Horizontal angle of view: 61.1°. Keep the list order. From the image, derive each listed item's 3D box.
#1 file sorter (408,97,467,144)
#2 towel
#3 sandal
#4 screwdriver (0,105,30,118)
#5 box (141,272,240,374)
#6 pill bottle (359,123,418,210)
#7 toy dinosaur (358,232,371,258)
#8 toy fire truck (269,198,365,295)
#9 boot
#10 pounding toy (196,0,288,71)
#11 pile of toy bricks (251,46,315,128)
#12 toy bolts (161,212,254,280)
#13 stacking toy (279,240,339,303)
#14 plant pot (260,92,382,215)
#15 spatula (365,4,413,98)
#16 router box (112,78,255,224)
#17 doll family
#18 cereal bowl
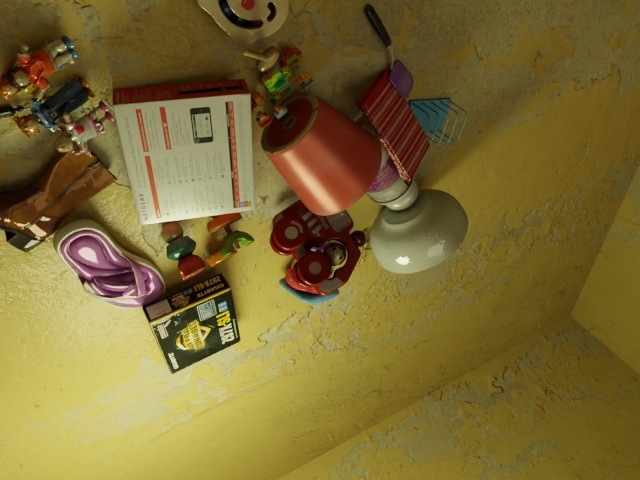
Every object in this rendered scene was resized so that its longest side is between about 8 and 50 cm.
[{"bbox_3d":[0.361,-0.373,1.721,0.170,0.104,0.118,-11,131,-29],"label":"file sorter"},{"bbox_3d":[0.215,-0.331,1.554,0.275,0.031,0.199,53,49,-24],"label":"towel"},{"bbox_3d":[-0.549,0.100,1.435,0.169,0.102,0.416,-36,146,-3],"label":"sandal"},{"bbox_3d":[-0.607,-0.281,1.133,0.169,0.024,0.025,-25,109,-26],"label":"screwdriver"},{"bbox_3d":[-0.396,0.269,1.719,0.257,0.079,0.322,-25,145,-21],"label":"box"},{"bbox_3d":[0.192,-0.213,1.686,0.169,0.169,0.301,-45,140,6],"label":"pill bottle"},{"bbox_3d":[0.141,0.021,1.951,0.092,0.053,0.183,-46,140,9],"label":"toy dinosaur"},{"bbox_3d":[0.000,0.000,1.654,0.253,0.302,0.169,-35,178,-12],"label":"toy fire truck"},{"bbox_3d":[-0.633,-0.122,1.196,0.280,0.096,0.264,-40,140,-1],"label":"boot"},{"bbox_3d":[-0.148,-0.499,1.176,0.154,0.155,0.269,-42,140,9],"label":"pounding toy"},{"bbox_3d":[-0.111,-0.381,1.330,0.212,0.118,0.105,-39,159,-3],"label":"pile of toy bricks"},{"bbox_3d":[-0.338,-0.004,1.540,0.228,0.159,0.218,-29,180,-27],"label":"toy bolts"},{"bbox_3d":[-0.017,0.041,1.791,0.175,0.165,0.302,-9,120,-41],"label":"stacking toy"},{"bbox_3d":[-0.010,-0.244,1.457,0.275,0.275,0.243,-46,129,7],"label":"plant pot"},{"bbox_3d":[0.190,-0.523,1.496,0.296,0.030,0.084,51,58,-45],"label":"spatula"},{"bbox_3d":[-0.316,-0.209,1.317,0.300,0.082,0.336,-8,132,-14],"label":"router box"},{"bbox_3d":[-0.553,-0.292,1.102,0.163,0.118,0.263,-44,148,-22],"label":"doll family"},{"bbox_3d":[0.309,-0.057,1.812,0.338,0.339,0.141,-37,123,-3],"label":"cereal bowl"}]
